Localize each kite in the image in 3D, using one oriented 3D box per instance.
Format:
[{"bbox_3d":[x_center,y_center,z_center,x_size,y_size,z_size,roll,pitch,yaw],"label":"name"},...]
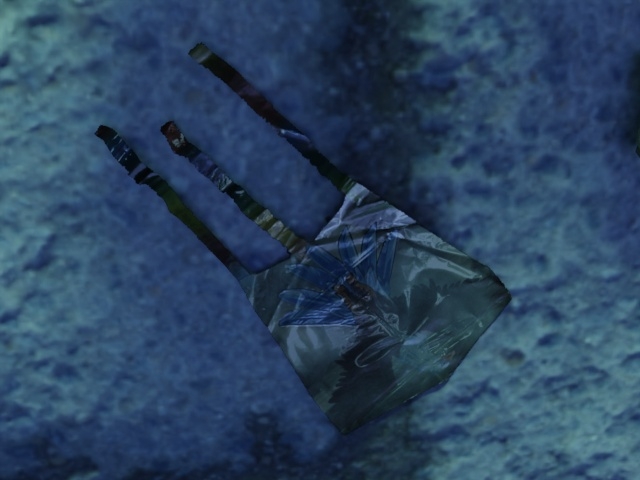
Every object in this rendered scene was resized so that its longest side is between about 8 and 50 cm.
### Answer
[{"bbox_3d":[0.000,-0.001,0.532,0.169,0.015,0.310,-36,112,9],"label":"kite"}]

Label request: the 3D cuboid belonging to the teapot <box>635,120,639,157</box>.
[{"bbox_3d":[0.234,-0.084,0.498,0.067,0.057,0.083,-18,121,-26],"label":"teapot"}]
